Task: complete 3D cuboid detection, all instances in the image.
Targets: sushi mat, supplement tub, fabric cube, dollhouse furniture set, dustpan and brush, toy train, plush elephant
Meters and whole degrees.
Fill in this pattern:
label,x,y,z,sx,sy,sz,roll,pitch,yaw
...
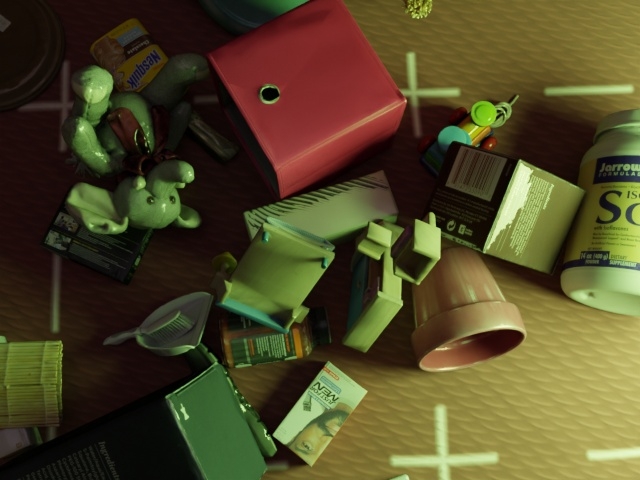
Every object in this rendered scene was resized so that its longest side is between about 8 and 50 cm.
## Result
label,x,y,z,sx,sy,sz,roll,pitch,yaw
sushi mat,-0.612,0.256,1.396,0.316,0.019,0.152,-2,80,1
supplement tub,-0.083,0.169,1.446,0.197,0.106,0.106,-8,79,-2
fabric cube,-0.027,-0.249,1.454,0.258,0.259,0.254,-29,79,-7
dollhouse furniture set,0.000,0.000,1.345,0.303,0.286,0.198,22,39,-13
dustpan and brush,-0.307,0.166,1.456,0.211,0.147,0.060,-27,119,24
toy train,0.303,-0.228,1.512,0.248,0.143,0.105,-42,82,-8
supplement tub,0.578,-0.044,1.429,0.241,0.241,0.331,13,79,2
plush elephant,-0.321,-0.137,1.418,0.271,0.330,0.255,-19,71,-49

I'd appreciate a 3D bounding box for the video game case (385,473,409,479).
label,x,y,z,sx,sy,sz,roll,pitch,yaw
video game case,0.049,0.611,1.395,0.328,0.036,0.300,-18,79,-3

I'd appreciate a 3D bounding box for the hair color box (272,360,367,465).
label,x,y,z,sx,sy,sz,roll,pitch,yaw
hair color box,-0.001,0.314,1.445,0.093,0.053,0.167,37,82,5

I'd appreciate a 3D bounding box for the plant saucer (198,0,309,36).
label,x,y,z,sx,sy,sz,roll,pitch,yaw
plant saucer,-0.105,-0.536,1.528,0.317,0.044,0.318,1,116,1

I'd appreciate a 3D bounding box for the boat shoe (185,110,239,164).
label,x,y,z,sx,sy,sz,roll,pitch,yaw
boat shoe,-0.227,-0.215,1.551,0.153,0.056,0.048,42,72,6

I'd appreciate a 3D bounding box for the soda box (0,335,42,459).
label,x,y,z,sx,sy,sz,roll,pitch,yaw
soda box,-0.582,0.283,1.437,0.073,0.069,0.216,-23,80,-5

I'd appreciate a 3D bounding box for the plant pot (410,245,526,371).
label,x,y,z,sx,sy,sz,roll,pitch,yaw
plant pot,0.247,0.118,1.428,0.201,0.201,0.180,-12,63,-3

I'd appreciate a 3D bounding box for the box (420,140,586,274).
label,x,y,z,sx,sy,sz,roll,pitch,yaw
box,0.321,-0.057,1.404,0.203,0.168,0.167,16,96,-38

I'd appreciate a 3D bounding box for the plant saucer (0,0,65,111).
label,x,y,z,sx,sy,sz,roll,pitch,yaw
plant saucer,-0.655,-0.393,1.588,0.277,0.041,0.278,0,78,0

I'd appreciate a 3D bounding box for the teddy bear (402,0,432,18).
label,x,y,z,sx,sy,sz,roll,pitch,yaw
teddy bear,0.195,-0.562,1.575,0.338,0.113,0.245,-20,93,-27

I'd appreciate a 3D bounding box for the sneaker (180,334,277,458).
label,x,y,z,sx,sy,sz,roll,pitch,yaw
sneaker,-0.188,0.294,1.424,0.106,0.101,0.267,-34,81,-5

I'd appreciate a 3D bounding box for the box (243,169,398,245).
label,x,y,z,sx,sy,sz,roll,pitch,yaw
box,0.000,-0.038,1.488,0.275,0.113,0.094,-17,78,-6

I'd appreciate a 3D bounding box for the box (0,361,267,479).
label,x,y,z,sx,sy,sz,roll,pitch,yaw
box,-0.324,0.387,1.258,0.395,0.293,0.212,-26,87,8

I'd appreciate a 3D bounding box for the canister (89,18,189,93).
label,x,y,z,sx,sy,sz,roll,pitch,yaw
canister,-0.359,-0.338,1.564,0.126,0.073,0.170,-37,80,-8

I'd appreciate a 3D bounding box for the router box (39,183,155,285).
label,x,y,z,sx,sy,sz,roll,pitch,yaw
router box,-0.421,-0.011,1.509,0.178,0.046,0.133,24,79,4
